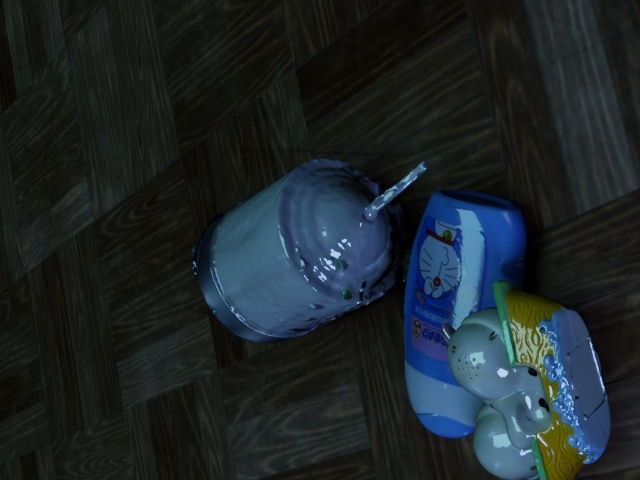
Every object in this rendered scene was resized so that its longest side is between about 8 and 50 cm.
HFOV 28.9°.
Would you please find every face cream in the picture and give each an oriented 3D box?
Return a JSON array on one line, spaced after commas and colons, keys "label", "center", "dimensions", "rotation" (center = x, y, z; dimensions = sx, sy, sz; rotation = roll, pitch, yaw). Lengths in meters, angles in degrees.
[{"label": "face cream", "center": [0.147, 0.083, 1.323], "dimensions": [0.149, 0.083, 0.264], "rotation": [21, 109, 50]}]

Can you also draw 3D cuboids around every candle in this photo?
[{"label": "candle", "center": [0.000, 0.000, 1.447], "dimensions": [0.330, 0.187, 0.187], "rotation": [-29, 69, 51]}]

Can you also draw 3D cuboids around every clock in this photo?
[{"label": "clock", "center": [0.198, 0.148, 1.211], "dimensions": [0.144, 0.103, 0.231], "rotation": [-12, 97, 39]}]
